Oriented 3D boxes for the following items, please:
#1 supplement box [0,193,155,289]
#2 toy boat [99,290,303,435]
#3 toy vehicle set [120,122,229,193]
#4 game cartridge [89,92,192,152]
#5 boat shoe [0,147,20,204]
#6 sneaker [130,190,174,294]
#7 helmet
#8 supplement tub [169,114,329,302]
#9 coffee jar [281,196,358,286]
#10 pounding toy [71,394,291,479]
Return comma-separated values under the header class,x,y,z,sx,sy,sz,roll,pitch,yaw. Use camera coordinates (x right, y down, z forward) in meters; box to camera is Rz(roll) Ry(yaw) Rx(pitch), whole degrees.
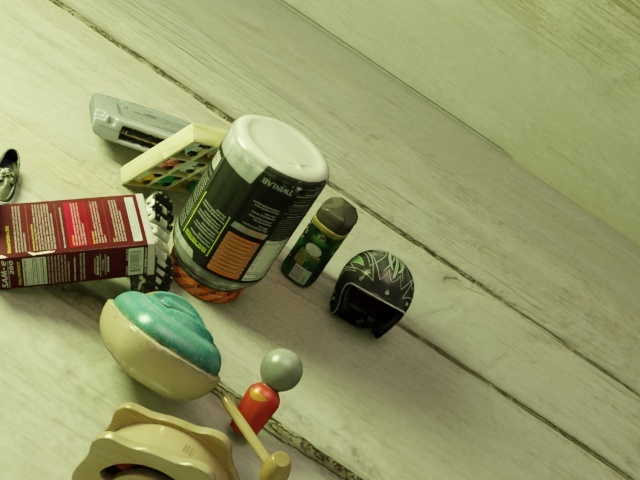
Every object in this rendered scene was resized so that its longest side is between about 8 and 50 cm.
class,x,y,z,sx,sy,sz,roll,pitch,yaw
supplement box,-0.392,0.000,1.355,0.239,0.073,0.130,-5,44,-19
toy boat,-0.178,0.168,1.284,0.318,0.148,0.267,36,-7,-24
toy vehicle set,-0.245,-0.151,1.633,0.166,0.267,0.035,6,73,-40
game cartridge,-0.338,-0.226,1.791,0.294,0.060,0.196,17,21,-22
boat shoe,-0.545,-0.109,1.471,0.049,0.040,0.142,19,33,-26
sneaker,-0.313,0.028,1.476,0.078,0.106,0.234,48,32,-50
helmet,0.110,0.098,1.714,0.169,0.161,0.169,25,31,-16
supplement tub,-0.138,-0.049,1.519,0.193,0.316,0.193,26,30,-17
coffee jar,0.000,0.000,1.722,0.079,0.184,0.096,37,29,4
pounding toy,-0.177,0.305,1.151,0.269,0.154,0.155,17,29,7
